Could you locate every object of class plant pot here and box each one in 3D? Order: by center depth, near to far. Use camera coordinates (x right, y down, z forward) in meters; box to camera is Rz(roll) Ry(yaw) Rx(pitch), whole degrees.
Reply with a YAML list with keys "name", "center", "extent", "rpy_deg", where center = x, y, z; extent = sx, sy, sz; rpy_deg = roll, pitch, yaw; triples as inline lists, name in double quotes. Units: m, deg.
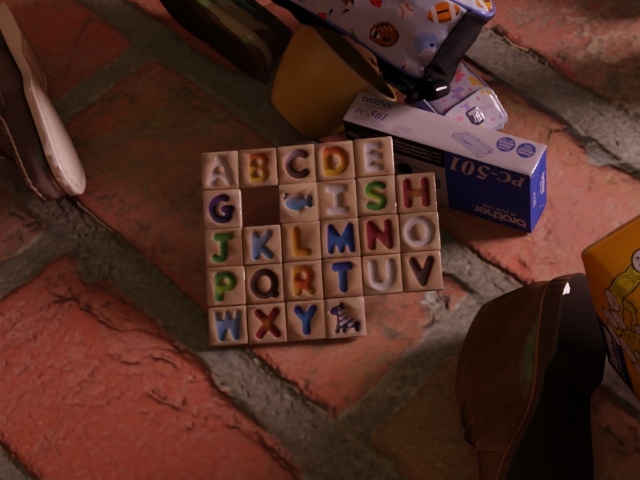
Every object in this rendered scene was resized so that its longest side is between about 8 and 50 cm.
- name: "plant pot"
  center: [0.003, -0.167, 1.395]
  extent: [0.095, 0.134, 0.134]
  rpy_deg: [-45, 54, 15]

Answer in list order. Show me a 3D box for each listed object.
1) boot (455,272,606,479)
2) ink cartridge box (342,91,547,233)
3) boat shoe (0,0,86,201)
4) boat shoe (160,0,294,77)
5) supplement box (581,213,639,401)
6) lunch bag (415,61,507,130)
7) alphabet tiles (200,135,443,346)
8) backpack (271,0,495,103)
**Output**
- name: "boot"
  center: [0.173, 0.176, 1.145]
  extent: [0.115, 0.112, 0.305]
  rpy_deg: [-10, 52, 42]
- name: "ink cartridge box"
  center: [0.128, -0.081, 1.316]
  extent: [0.207, 0.097, 0.046]
  rpy_deg: [19, 60, 21]
- name: "boat shoe"
  center: [-0.349, -0.147, 1.441]
  extent: [0.097, 0.116, 0.324]
  rpy_deg: [-26, 50, -4]
- name: "boat shoe"
  center: [-0.120, -0.278, 1.519]
  extent: [0.073, 0.080, 0.223]
  rpy_deg: [-36, 62, -22]
- name: "supplement box"
  center: [0.390, 0.125, 0.995]
  extent: [0.195, 0.194, 0.356]
  rpy_deg: [-31, 51, -2]
- name: "lunch bag"
  center: [0.153, -0.141, 1.385]
  extent: [0.071, 0.053, 0.083]
  rpy_deg: [-31, 64, -11]
- name: "alphabet tiles"
  center: [0.000, 0.000, 1.278]
  extent: [0.237, 0.009, 0.198]
  rpy_deg: [-5, 82, 8]
- name: "backpack"
  center: [0.057, -0.309, 1.340]
  extent: [0.263, 0.213, 0.276]
  rpy_deg: [21, 30, -6]
